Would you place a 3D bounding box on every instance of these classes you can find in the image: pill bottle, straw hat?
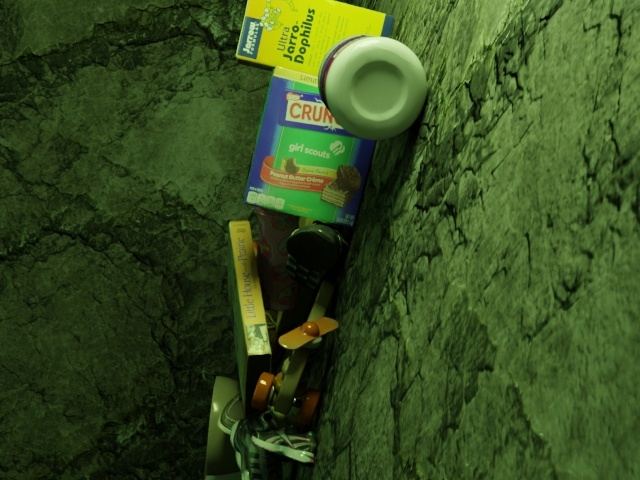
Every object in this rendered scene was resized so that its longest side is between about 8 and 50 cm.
[{"bbox_3d":[0.089,-0.302,1.524,0.323,0.181,0.181,-103,27,-74],"label":"pill bottle"},{"bbox_3d":[-0.057,0.411,1.846,0.061,0.144,0.144,-37,16,8],"label":"straw hat"}]

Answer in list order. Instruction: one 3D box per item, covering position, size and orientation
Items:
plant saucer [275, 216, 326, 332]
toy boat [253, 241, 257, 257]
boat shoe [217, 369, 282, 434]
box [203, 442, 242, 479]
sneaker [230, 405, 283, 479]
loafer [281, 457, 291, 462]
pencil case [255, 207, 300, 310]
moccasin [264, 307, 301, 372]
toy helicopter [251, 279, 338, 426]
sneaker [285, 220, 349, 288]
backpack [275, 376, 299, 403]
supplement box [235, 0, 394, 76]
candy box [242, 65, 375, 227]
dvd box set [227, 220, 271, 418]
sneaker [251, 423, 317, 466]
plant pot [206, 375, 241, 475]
[{"bbox_3d":[-0.043,0.053,2.287,0.333,0.081,0.333,111,168,-45],"label":"plant saucer"},{"bbox_3d":[-0.161,0.040,2.299,0.231,0.151,0.151,123,158,-69],"label":"toy boat"},{"bbox_3d":[-0.170,0.435,2.144,0.324,0.116,0.097,-15,-49,-65],"label":"boat shoe"},{"bbox_3d":[-0.300,0.711,2.743,0.345,0.168,0.215,-115,38,-77],"label":"box"},{"bbox_3d":[-0.120,0.517,1.889,0.153,0.101,0.269,-49,50,29],"label":"sneaker"},{"bbox_3d":[-0.100,0.533,2.000,0.148,0.056,0.050,128,160,-73],"label":"loafer"},{"bbox_3d":[-0.105,0.036,2.029,0.124,0.124,0.284,-100,11,-71],"label":"pencil case"},{"bbox_3d":[-0.134,0.260,2.393,0.147,0.139,0.380,-66,-5,34],"label":"moccasin"},{"bbox_3d":[-0.032,0.221,1.779,0.235,0.140,0.355,102,-172,-49],"label":"toy helicopter"},{"bbox_3d":[0.000,0.000,1.858,0.146,0.122,0.330,-54,-1,-18],"label":"sneaker"},{"bbox_3d":[-0.097,0.416,2.061,0.105,0.084,0.114,111,162,-63],"label":"backpack"},{"bbox_3d":[-0.020,-0.504,1.992,0.194,0.356,0.195,-122,45,-79],"label":"supplement box"},{"bbox_3d":[-0.017,-0.214,1.823,0.122,0.268,0.317,-134,56,-77],"label":"candy box"},{"bbox_3d":[-0.188,0.202,2.033,0.308,0.062,0.420,97,164,-47],"label":"dvd box set"},{"bbox_3d":[-0.070,0.438,1.738,0.178,0.072,0.077,7,65,39],"label":"sneaker"},{"bbox_3d":[-0.223,0.545,2.309,0.284,0.191,0.284,-175,90,-86],"label":"plant pot"}]
